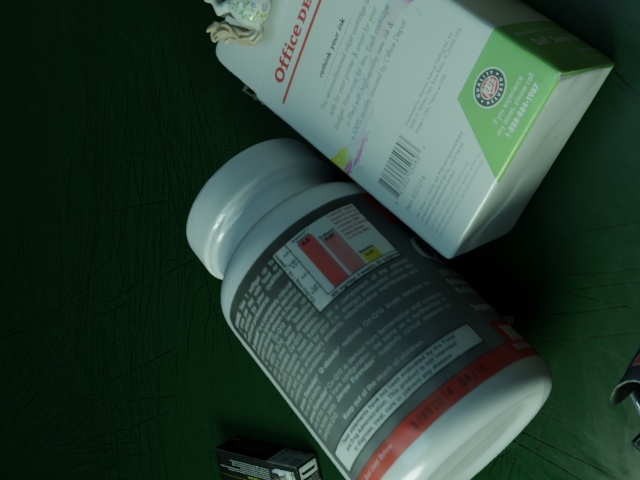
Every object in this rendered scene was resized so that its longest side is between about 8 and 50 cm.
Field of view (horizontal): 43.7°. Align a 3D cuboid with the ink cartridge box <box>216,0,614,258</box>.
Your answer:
[{"bbox_3d":[0.069,-0.175,0.777,0.353,0.119,0.207,43,129,24],"label":"ink cartridge box"}]

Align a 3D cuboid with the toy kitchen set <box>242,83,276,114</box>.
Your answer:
[{"bbox_3d":[-0.050,-0.164,0.935,0.068,0.083,0.075,29,137,-20],"label":"toy kitchen set"}]

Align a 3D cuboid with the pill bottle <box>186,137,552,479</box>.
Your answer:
[{"bbox_3d":[0.031,0.073,0.796,0.363,0.210,0.210,48,132,27],"label":"pill bottle"}]

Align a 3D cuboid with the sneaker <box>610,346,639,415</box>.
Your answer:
[{"bbox_3d":[0.288,0.061,0.575,0.131,0.148,0.350,158,115,-73],"label":"sneaker"}]

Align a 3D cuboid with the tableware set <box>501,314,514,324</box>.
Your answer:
[{"bbox_3d":[0.133,0.133,0.888,0.128,0.039,0.194,47,130,28],"label":"tableware set"}]

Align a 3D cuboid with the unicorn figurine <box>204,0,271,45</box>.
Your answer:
[{"bbox_3d":[-0.071,-0.263,0.762,0.111,0.060,0.162,28,137,35],"label":"unicorn figurine"}]

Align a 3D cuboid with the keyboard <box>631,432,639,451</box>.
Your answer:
[{"bbox_3d":[0.369,0.230,0.717,0.180,0.023,0.108,45,124,23],"label":"keyboard"}]

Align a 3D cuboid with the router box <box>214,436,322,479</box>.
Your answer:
[{"bbox_3d":[-0.069,0.365,1.157,0.179,0.046,0.133,-2,104,44],"label":"router box"}]
